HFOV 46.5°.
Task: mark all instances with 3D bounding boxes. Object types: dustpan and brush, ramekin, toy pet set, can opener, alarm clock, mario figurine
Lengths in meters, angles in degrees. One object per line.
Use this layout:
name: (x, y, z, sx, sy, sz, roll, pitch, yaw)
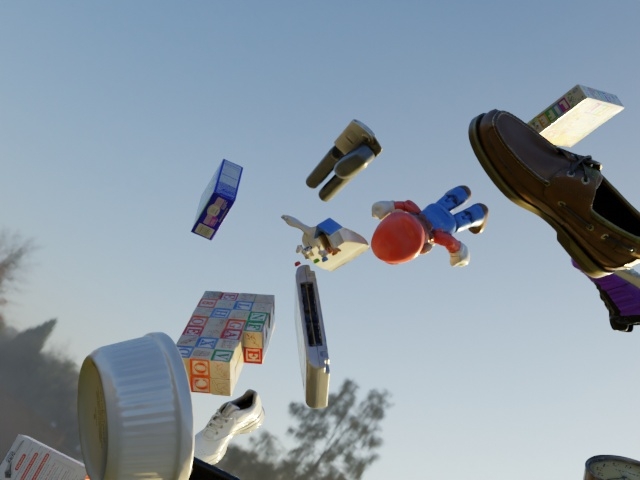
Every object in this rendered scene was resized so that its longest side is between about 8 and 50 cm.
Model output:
dustpan and brush: (-0.007, -0.006, 1.742, 0.211, 0.060, 0.147, 20, -40, -38)
ramekin: (-0.311, 0.288, 1.218, 0.273, 0.127, 0.273, 4, -85, 60)
toy pet set: (0.000, 0.000, 1.648, 0.122, 0.114, 0.065, -11, -73, 53)
can opener: (0.032, -0.136, 1.358, 0.074, 0.093, 0.280, 47, -22, -1)
alarm clock: (0.496, 0.414, 1.228, 0.129, 0.064, 0.192, 11, 8, 30)
mario figurine: (0.241, -0.020, 1.770, 0.198, 0.320, 0.170, 21, -56, 47)

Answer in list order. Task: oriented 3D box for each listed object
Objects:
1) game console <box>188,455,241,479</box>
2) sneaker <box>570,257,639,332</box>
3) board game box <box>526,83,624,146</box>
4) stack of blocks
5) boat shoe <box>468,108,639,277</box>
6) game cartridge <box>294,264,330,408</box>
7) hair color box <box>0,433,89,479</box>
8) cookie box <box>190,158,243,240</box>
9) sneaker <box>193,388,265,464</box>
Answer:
game console: (-0.402, 0.694, 1.868, 0.386, 0.342, 0.060, 16, -11, 25)
sneaker: (0.690, 0.133, 1.715, 0.102, 0.146, 0.293, 6, 20, -48)
board game box: (0.383, -0.186, 1.127, 0.103, 0.154, 0.026, -40, -113, 35)
stack of blocks: (-0.207, 0.220, 1.647, 0.171, 0.297, 0.087, 4, -66, 6)
boat shoe: (0.336, -0.078, 1.008, 0.307, 0.110, 0.104, 39, -35, -16)
game cartridge: (-0.023, 0.227, 1.729, 0.060, 0.294, 0.196, -6, -44, -4)
hair color box: (-0.547, 0.465, 1.485, 0.167, 0.093, 0.053, 24, -17, 7)
cookie box: (-0.168, -0.068, 1.216, 0.040, 0.107, 0.092, 26, -58, -15)
sneaker: (-0.286, 0.531, 2.141, 0.111, 0.297, 0.129, 28, -43, 29)
